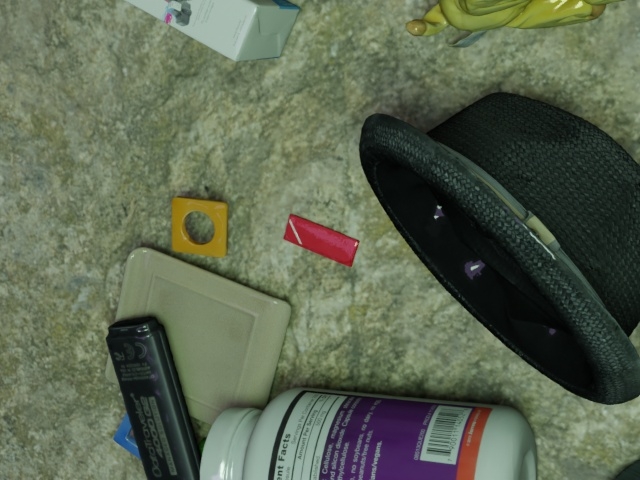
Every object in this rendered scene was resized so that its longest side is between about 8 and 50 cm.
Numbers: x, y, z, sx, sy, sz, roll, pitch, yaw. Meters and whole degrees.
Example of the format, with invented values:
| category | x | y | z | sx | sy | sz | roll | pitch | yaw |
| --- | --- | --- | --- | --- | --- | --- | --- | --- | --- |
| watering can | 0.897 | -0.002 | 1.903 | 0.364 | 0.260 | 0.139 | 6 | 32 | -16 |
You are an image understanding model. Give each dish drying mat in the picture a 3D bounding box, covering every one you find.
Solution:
| category | x | y | z | sx | sy | sz | roll | pitch | yaw |
| --- | --- | --- | --- | --- | --- | --- | --- | --- | --- |
| dish drying mat | 0.000 | 0.000 | 1.029 | 0.083 | 0.008 | 0.032 | 22 | 109 | 17 |

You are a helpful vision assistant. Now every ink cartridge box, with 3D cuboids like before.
| category | x | y | z | sx | sy | sz | roll | pitch | yaw |
| --- | --- | --- | --- | --- | --- | --- | --- | --- | --- |
| ink cartridge box | -0.126 | -0.250 | 0.971 | 0.181 | 0.104 | 0.062 | 31 | 111 | 14 |

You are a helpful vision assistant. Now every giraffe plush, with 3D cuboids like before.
| category | x | y | z | sx | sy | sz | roll | pitch | yaw |
| --- | --- | --- | --- | --- | --- | --- | --- | --- | --- |
| giraffe plush | 0.164 | -0.277 | 0.834 | 0.210 | 0.181 | 0.171 | -7 | 89 | 58 |

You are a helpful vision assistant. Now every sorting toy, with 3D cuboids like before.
| category | x | y | z | sx | sy | sz | roll | pitch | yaw |
| --- | --- | --- | --- | --- | --- | --- | --- | --- | --- |
| sorting toy | -0.139 | 0.112 | 1.092 | 0.196 | 0.047 | 0.348 | 19 | 111 | 10 |

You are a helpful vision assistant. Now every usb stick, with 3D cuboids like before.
| category | x | y | z | sx | sy | sz | roll | pitch | yaw |
| --- | --- | --- | --- | --- | --- | --- | --- | --- | --- |
| usb stick | -0.178 | 0.222 | 1.088 | 0.077 | 0.045 | 0.278 | -7 | 105 | 26 |

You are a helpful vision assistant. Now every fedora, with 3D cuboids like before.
| category | x | y | z | sx | sy | sz | roll | pitch | yaw |
| --- | --- | --- | --- | --- | --- | --- | --- | --- | --- |
| fedora | 0.191 | -0.018 | 0.845 | 0.152 | 0.334 | 0.334 | -41 | 84 | -9 |

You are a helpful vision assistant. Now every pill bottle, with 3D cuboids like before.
| category | x | y | z | sx | sy | sz | roll | pitch | yaw |
| --- | --- | --- | --- | --- | --- | --- | --- | --- | --- |
| pill bottle | 0.048 | 0.247 | 0.970 | 0.322 | 0.181 | 0.182 | 1 | 102 | 23 |

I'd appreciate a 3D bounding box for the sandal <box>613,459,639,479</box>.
| category | x | y | z | sx | sy | sz | roll | pitch | yaw |
| --- | --- | --- | --- | --- | --- | --- | --- | --- | --- |
| sandal | 0.440 | 0.194 | 0.792 | 0.445 | 0.168 | 0.107 | -26 | 125 | 26 |
